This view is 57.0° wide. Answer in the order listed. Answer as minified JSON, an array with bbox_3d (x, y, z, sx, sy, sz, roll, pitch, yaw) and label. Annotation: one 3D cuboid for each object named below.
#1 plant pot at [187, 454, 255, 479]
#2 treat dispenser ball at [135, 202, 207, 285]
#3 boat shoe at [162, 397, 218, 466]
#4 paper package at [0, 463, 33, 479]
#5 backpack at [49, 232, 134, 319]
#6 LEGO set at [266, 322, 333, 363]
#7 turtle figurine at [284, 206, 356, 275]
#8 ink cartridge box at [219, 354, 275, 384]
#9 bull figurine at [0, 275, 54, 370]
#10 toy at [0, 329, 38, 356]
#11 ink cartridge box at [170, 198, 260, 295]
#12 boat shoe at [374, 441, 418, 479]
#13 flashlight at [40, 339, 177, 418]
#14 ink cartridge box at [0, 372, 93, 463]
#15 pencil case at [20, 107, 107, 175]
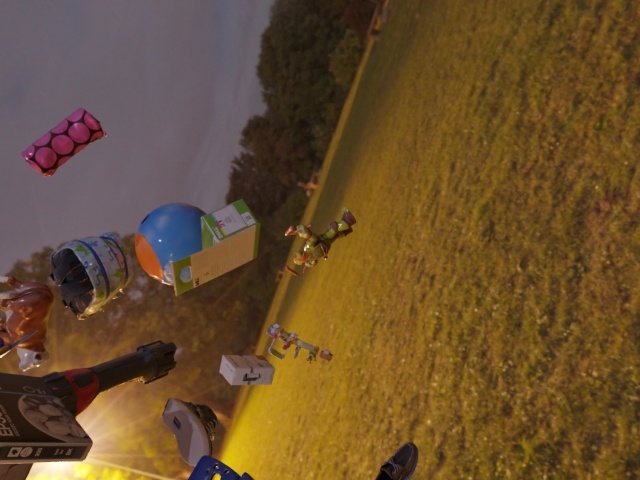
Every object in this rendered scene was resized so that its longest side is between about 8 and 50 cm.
[{"bbox_3d":[-0.250,0.757,1.605,0.236,0.212,0.236,57,-134,-31],"label":"plant pot"},{"bbox_3d":[-0.494,0.012,2.048,0.288,0.288,0.288,-164,90,-86],"label":"treat dispenser ball"},{"bbox_3d":[-0.391,0.624,1.940,0.340,0.158,0.127,29,99,54],"label":"boat shoe"},{"bbox_3d":[-0.856,0.653,1.448,0.325,0.168,0.310,-35,30,56],"label":"paper package"},{"bbox_3d":[-0.832,0.110,2.140,0.290,0.273,0.355,65,157,4],"label":"backpack"},{"bbox_3d":[-0.099,0.433,2.320,0.107,0.287,0.132,-64,15,-21],"label":"LEGO set"},{"bbox_3d":[0.000,0.000,1.628,0.217,0.087,0.270,-38,-28,-17],"label":"turtle figurine"},{"bbox_3d":[-0.218,0.384,1.751,0.099,0.135,0.056,26,105,57],"label":"ink cartridge box"},{"bbox_3d":[-0.791,0.214,1.547,0.101,0.188,0.310,-100,32,-51],"label":"bull figurine"},{"bbox_3d":[-0.742,0.257,1.265,0.136,0.056,0.237,-23,16,35],"label":"toy"},{"bbox_3d":[-0.297,0.020,1.583,0.097,0.255,0.189,54,155,22],"label":"ink cartridge box"},{"bbox_3d":[0.191,0.605,1.536,0.183,0.066,0.066,-56,-44,-14],"label":"boat shoe"},{"bbox_3d":[-0.427,0.281,1.177,0.304,0.103,0.103,-10,-77,-61],"label":"flashlight"},{"bbox_3d":[-0.477,0.257,0.872,0.208,0.206,0.045,23,-87,-50],"label":"ink cartridge box"},{"bbox_3d":[-0.674,-0.256,1.557,0.209,0.098,0.095,-43,20,-13],"label":"pencil case"}]
